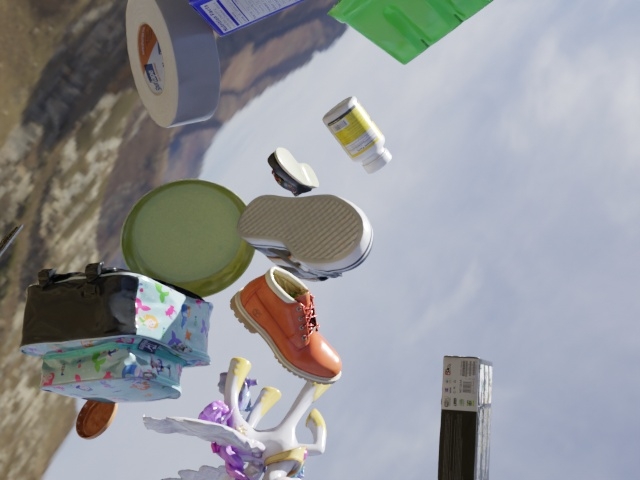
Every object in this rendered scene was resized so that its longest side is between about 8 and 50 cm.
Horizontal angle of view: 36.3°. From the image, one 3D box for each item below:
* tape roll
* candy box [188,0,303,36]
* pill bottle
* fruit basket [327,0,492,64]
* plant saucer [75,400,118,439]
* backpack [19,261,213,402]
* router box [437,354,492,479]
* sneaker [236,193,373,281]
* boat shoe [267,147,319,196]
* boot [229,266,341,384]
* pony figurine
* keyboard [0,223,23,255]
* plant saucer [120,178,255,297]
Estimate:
[{"bbox_3d":[-0.234,-0.290,1.528,0.072,0.219,0.219,-16,173,-26],"label":"tape roll"},{"bbox_3d":[-0.060,-0.485,1.428,0.317,0.268,0.122,-20,157,11],"label":"candy box"},{"bbox_3d":[0.061,-0.164,1.540,0.065,0.116,0.065,-34,-165,10],"label":"pill bottle"},{"bbox_3d":[0.164,-0.550,1.677,0.392,0.392,0.283,-43,-174,42],"label":"fruit basket"},{"bbox_3d":[-0.350,0.275,1.531,0.083,0.013,0.083,-25,-138,24],"label":"plant saucer"},{"bbox_3d":[-0.282,0.142,1.434,0.225,0.253,0.191,-9,-103,29],"label":"backpack"},{"bbox_3d":[0.173,0.228,1.154,0.133,0.046,0.178,28,64,-71],"label":"router box"},{"bbox_3d":[0.000,0.000,1.571,0.321,0.127,0.126,17,-108,55],"label":"sneaker"},{"bbox_3d":[-0.042,-0.087,1.290,0.042,0.049,0.133,-24,165,12],"label":"boat shoe"},{"bbox_3d":[-0.024,0.099,1.130,0.084,0.158,0.059,-43,-173,35],"label":"boot"},{"bbox_3d":[-0.149,0.397,1.895,0.363,0.351,0.302,-74,169,-50],"label":"pony figurine"},{"bbox_3d":[-0.670,0.022,1.986,0.100,0.038,0.192,-44,-165,14],"label":"keyboard"},{"bbox_3d":[-0.234,-0.006,1.737,0.241,0.241,0.037,-50,-154,14],"label":"plant saucer"}]
